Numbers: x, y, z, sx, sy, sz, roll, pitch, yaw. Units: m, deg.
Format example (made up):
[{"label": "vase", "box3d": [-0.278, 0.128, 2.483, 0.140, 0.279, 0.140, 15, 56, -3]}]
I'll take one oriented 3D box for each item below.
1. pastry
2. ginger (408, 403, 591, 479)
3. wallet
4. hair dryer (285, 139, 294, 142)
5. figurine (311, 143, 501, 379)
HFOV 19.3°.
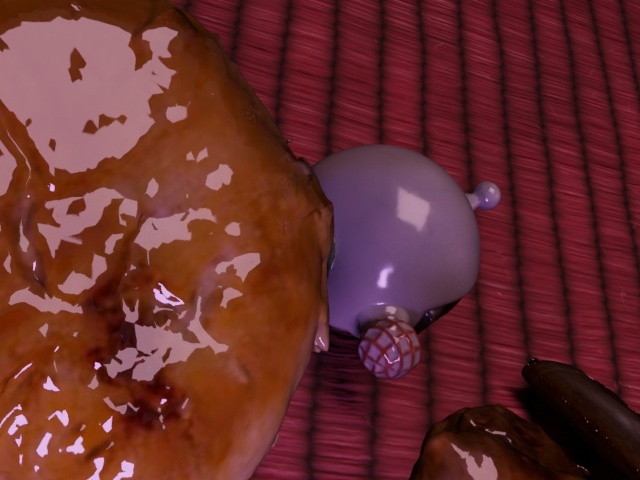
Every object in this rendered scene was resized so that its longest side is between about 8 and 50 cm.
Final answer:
[{"label": "pastry", "box3d": [-0.185, 0.013, 1.290, 0.410, 0.245, 0.409, 6, 78, -30]}, {"label": "ginger", "box3d": [0.220, 0.291, 1.483, 0.418, 0.176, 0.254, 44, 1, -3]}, {"label": "wallet", "box3d": [0.313, 0.205, 1.818, 0.255, 0.031, 0.137, 44, 20, 30]}, {"label": "hair dryer", "box3d": [-0.123, -0.008, 1.491, 0.272, 0.091, 0.235, -33, 81, -15]}, {"label": "figurine", "box3d": [0.000, 0.000, 1.670, 0.370, 0.167, 0.281, -2, 45, -38]}]
